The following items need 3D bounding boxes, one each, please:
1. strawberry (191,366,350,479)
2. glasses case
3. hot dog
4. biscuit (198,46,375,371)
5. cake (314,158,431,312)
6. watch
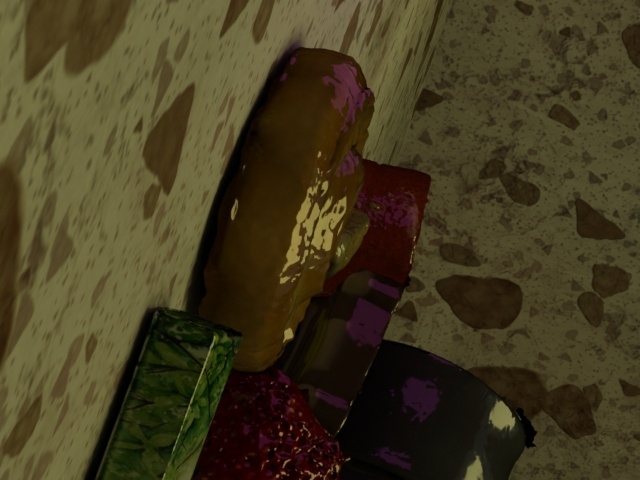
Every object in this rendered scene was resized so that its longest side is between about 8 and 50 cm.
[{"bbox_3d":[-0.069,0.225,1.415,0.201,0.184,0.187,-24,131,-69],"label":"strawberry"},{"bbox_3d":[-0.140,0.186,1.098,0.095,0.062,0.272,22,88,-79],"label":"glasses case"},{"bbox_3d":[0.000,0.000,1.739,0.242,0.084,0.073,-45,159,-79],"label":"hot dog"},{"bbox_3d":[-0.024,-0.024,1.305,0.296,0.102,0.296,18,90,-84],"label":"biscuit"},{"bbox_3d":[0.060,-0.008,2.022,0.283,0.151,0.177,100,0,-64],"label":"cake"},{"bbox_3d":[0.073,0.231,1.682,0.335,0.327,0.314,-38,-157,58],"label":"watch"}]
